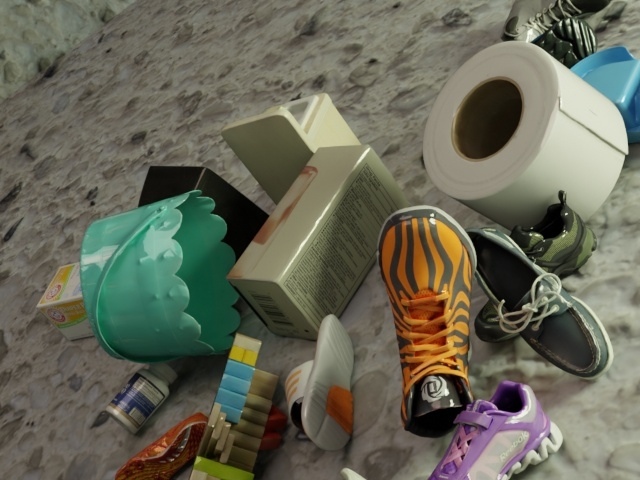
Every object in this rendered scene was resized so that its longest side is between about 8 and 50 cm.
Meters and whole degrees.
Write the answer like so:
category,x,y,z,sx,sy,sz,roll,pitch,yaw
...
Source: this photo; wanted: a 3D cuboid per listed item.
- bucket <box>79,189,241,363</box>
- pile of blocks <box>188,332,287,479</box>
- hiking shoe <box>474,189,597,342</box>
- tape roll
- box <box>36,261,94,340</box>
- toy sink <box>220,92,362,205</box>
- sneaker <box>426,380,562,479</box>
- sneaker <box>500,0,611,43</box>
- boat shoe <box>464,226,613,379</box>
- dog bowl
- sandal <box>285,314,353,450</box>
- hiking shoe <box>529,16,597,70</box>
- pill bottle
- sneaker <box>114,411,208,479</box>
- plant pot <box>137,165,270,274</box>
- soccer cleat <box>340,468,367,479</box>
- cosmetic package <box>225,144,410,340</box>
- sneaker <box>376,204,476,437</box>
category,x,y,z,sx,sy,sz,roll,pitch,yaw
bucket,-0.260,0.067,1.928,0.183,0.281,0.281,-10,39,14
pile of blocks,-0.109,0.276,1.679,0.149,0.113,0.362,112,175,-49
hiking shoe,0.275,0.036,1.613,0.227,0.114,0.086,-48,32,-15
tape roll,0.292,-0.143,1.702,0.246,0.169,0.246,-26,52,39
box,-0.422,0.105,2.242,0.203,0.103,0.114,-13,39,35
toy sink,-0.038,-0.167,2.080,0.153,0.234,0.131,-12,40,37
sneaker,0.184,0.246,1.386,0.236,0.104,0.095,-34,26,-32
sneaker,0.405,-0.383,2.067,0.229,0.086,0.132,-4,49,57
boat shoe,0.269,0.075,1.506,0.095,0.079,0.254,-45,61,18
dog bowl,0.491,-0.219,1.763,0.297,0.074,0.166,-3,46,44
sandal,-0.004,0.213,1.696,0.076,0.102,0.265,-26,25,22
hiking shoe,0.334,-0.249,1.964,0.304,0.113,0.132,-36,1,15
pill bottle,-0.294,0.255,1.952,0.120,0.067,0.067,-50,33,-19
sneaker,-0.238,0.332,1.821,0.175,0.064,0.067,-32,12,0
plant pot,-0.233,-0.017,2.154,0.187,0.188,0.167,5,65,48
soccer cleat,-0.057,0.397,1.456,0.331,0.143,0.116,-35,31,5
cosmetic package,0.000,0.000,1.906,0.129,0.153,0.296,4,49,46
sneaker,0.146,0.119,1.464,0.125,0.321,0.180,-9,39,9
